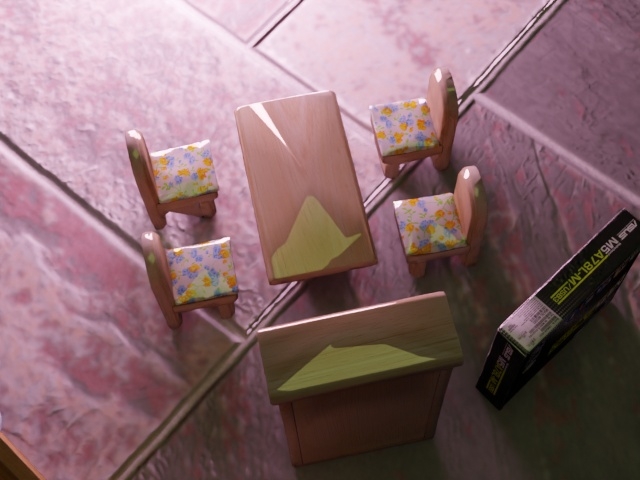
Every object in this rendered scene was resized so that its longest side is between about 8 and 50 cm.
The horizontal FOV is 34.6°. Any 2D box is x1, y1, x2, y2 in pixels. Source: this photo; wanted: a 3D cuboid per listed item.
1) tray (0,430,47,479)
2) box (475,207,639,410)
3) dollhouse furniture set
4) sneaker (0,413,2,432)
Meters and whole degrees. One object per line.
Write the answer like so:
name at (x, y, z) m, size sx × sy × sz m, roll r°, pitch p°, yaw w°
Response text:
tray at (-0.358, 0.235, 0.888) m, size 0.203 × 0.411 × 0.076 m, roll -41°, pitch 39°, yaw -17°
box at (0.246, 0.075, 1.058) m, size 0.191 × 0.184 × 0.045 m, roll -40°, pitch 68°, yaw -17°
dollhouse furniture set at (0.000, 0.000, 1.060) m, size 0.362 × 0.256 × 0.394 m, roll -11°, pitch 65°, yaw -4°
sneaker at (-0.427, 0.263, 0.973) m, size 0.127 × 0.208 × 0.319 m, roll 12°, pitch 66°, yaw 6°
